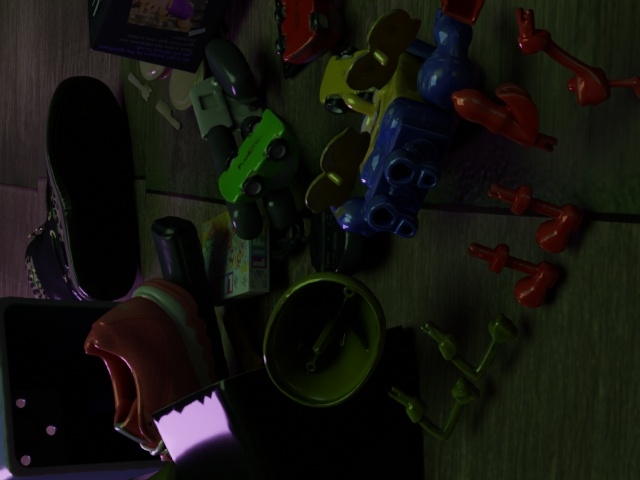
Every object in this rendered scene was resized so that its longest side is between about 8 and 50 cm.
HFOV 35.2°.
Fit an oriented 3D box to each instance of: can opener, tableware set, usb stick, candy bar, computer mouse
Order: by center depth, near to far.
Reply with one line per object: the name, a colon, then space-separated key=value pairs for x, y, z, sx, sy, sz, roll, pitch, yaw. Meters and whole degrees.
computer mouse: x=0.000 y=0.000 z=1.026 sx=0.242 sy=0.041 sz=0.071 roll=-175 pitch=86 yaw=-68
can opener: x=-0.093 y=-0.122 z=1.097 sx=0.283 sy=0.076 sz=0.095 roll=-112 pitch=6 yaw=-48
usb stick: x=-0.148 y=0.103 z=1.198 sx=0.077 sy=0.045 sz=0.277 roll=20 pitch=127 yaw=53
candy bar: x=-0.104 y=0.099 z=1.228 sx=0.040 sy=0.018 sz=0.161 roll=-62 pitch=38 yaw=35
tableware set: x=-0.193 y=-0.237 z=1.378 sx=0.194 sy=0.039 sz=0.128 roll=45 pitch=117 yaw=46

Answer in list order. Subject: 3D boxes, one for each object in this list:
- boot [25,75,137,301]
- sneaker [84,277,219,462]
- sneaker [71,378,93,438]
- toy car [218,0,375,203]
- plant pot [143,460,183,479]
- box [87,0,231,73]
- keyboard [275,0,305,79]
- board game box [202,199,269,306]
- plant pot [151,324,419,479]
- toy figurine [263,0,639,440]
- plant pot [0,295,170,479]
boot: x=-0.413 y=-0.055 z=1.691 sx=0.284 sy=0.138 sz=0.377 roll=-31 pitch=68 yaw=58
sneaker: x=-0.165 y=0.206 z=1.130 sx=0.116 sy=0.136 sz=0.313 roll=-22 pitch=96 yaw=47
sneaker: x=-0.381 y=0.356 z=1.636 sx=0.152 sy=0.114 sz=0.305 roll=-15 pitch=76 yaw=61
toy car: x=-0.018 y=-0.126 z=0.977 sx=0.225 sy=0.053 sz=0.239 roll=-54 pitch=39 yaw=14
plant pot: x=-0.196 y=0.409 z=1.004 sx=0.353 sy=0.366 sz=0.366 roll=-40 pitch=45 yaw=9
box: x=-0.174 y=-0.359 z=1.204 sx=0.270 sy=0.143 sz=0.165 roll=-53 pitch=38 yaw=44
keyboard: x=-0.039 y=-0.280 z=1.092 sx=0.100 sy=0.038 sz=0.192 roll=-29 pitch=65 yaw=58
board game box: x=-0.100 y=0.018 z=1.173 sx=0.154 sy=0.026 sz=0.103 roll=158 pitch=113 yaw=-62
plant pot: x=-0.018 y=0.195 z=0.912 sx=0.187 sy=0.188 sz=0.166 roll=-34 pitch=71 yaw=57
toy figurine: x=0.088 y=-0.051 z=0.804 sx=0.217 sy=0.191 sz=0.362 roll=-80 pitch=8 yaw=-57
plant pot: x=-0.390 y=0.244 z=1.472 sx=0.252 sy=0.248 sz=0.247 roll=-34 pitch=60 yaw=44
